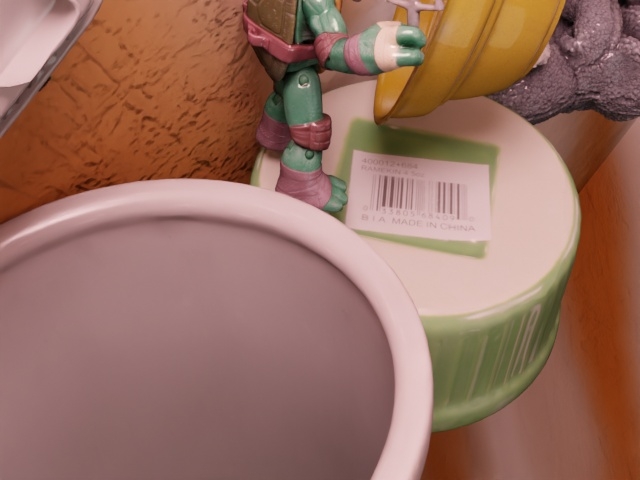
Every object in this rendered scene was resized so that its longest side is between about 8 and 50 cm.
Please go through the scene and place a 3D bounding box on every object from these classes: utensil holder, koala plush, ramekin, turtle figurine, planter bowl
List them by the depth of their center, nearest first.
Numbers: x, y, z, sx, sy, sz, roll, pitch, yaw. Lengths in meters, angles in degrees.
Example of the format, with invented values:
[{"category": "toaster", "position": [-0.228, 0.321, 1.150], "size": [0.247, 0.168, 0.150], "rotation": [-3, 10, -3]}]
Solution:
[{"category": "turtle figurine", "position": [0.005, -0.143, 0.549], "size": [0.175, 0.118, 0.234], "rotation": [-86, -172, -49]}, {"category": "utensil holder", "position": [-0.096, 0.207, 0.563], "size": [0.327, 0.327, 0.385], "rotation": [-35, 141, -30]}, {"category": "planter bowl", "position": [0.115, -0.173, 0.579], "size": [0.217, 0.090, 0.217], "rotation": [-163, -90, -83]}, {"category": "ramekin", "position": [0.074, -0.002, 0.709], "size": [0.303, 0.303, 0.148], "rotation": [-36, 152, -27]}, {"category": "koala plush", "position": [0.250, -0.191, 0.885], "size": [0.221, 0.203, 0.196], "rotation": [-27, 156, -17]}]

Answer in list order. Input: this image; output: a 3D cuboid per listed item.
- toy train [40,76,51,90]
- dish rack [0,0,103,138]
[{"category": "toy train", "position": [-0.165, -0.097, 0.408], "size": [0.017, 0.023, 0.083], "rotation": [-47, 162, 3]}, {"category": "dish rack", "position": [-0.232, -0.042, 0.269], "size": [0.333, 0.072, 0.285], "rotation": [-49, 155, 7]}]
